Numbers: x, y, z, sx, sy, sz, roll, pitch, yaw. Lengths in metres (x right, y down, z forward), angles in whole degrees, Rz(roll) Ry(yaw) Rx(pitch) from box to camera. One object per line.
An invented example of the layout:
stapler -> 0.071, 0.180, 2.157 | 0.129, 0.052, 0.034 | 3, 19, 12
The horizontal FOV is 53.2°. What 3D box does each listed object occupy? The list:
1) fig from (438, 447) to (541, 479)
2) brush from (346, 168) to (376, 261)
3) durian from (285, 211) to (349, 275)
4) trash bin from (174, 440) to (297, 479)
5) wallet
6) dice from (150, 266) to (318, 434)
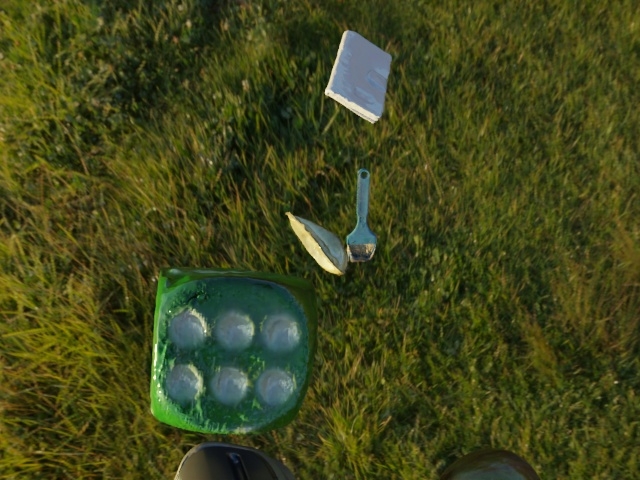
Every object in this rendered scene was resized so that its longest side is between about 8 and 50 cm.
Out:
fig -> 0.169, 0.355, 0.839 | 0.245, 0.149, 0.149 | -5, 71, -11
brush -> 0.070, -0.040, 1.064 | 0.051, 0.014, 0.164 | -4, 112, -8
durian -> -0.008, 0.007, 0.975 | 0.130, 0.066, 0.052 | 48, 116, 9
trash bin -> -0.075, 0.397, 0.763 | 0.182, 0.209, 0.290 | -28, 103, -13
wallet -> 0.029, -0.120, 0.464 | 0.044, 0.011, 0.083 | 27, 46, -15
dice -> -0.177, 0.197, 1.245 | 0.297, 0.300, 0.287 | 7, 89, -14
